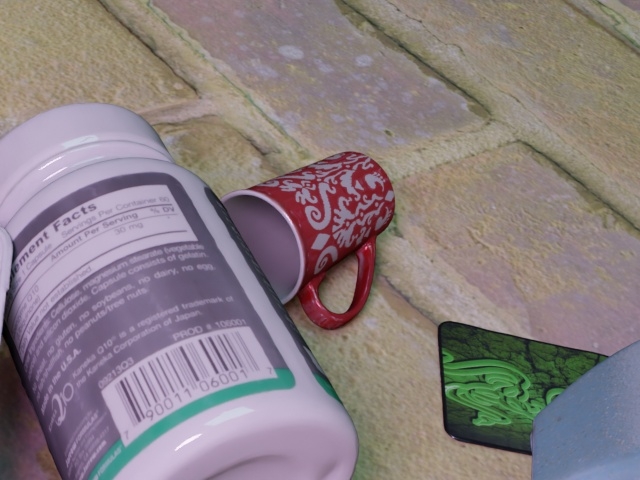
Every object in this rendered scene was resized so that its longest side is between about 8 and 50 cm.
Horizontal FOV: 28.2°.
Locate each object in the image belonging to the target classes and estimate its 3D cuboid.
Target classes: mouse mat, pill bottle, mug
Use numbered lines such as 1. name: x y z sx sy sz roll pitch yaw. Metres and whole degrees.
1. mouse mat: 0.202 0.144 1.188 0.189 0.007 0.153 11 39 -8
2. pill bottle: -0.135 0.067 0.982 0.204 0.204 0.361 -7 46 -29
3. mug: -0.008 -0.002 1.220 0.113 0.150 0.169 -1 19 38

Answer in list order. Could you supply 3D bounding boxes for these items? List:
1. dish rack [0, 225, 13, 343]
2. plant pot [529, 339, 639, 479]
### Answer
1. dish rack: -0.357 0.106 0.847 0.285 0.072 0.333 -16 43 7
2. plant pot: 0.290 0.202 0.938 0.252 0.247 0.248 -12 15 14
